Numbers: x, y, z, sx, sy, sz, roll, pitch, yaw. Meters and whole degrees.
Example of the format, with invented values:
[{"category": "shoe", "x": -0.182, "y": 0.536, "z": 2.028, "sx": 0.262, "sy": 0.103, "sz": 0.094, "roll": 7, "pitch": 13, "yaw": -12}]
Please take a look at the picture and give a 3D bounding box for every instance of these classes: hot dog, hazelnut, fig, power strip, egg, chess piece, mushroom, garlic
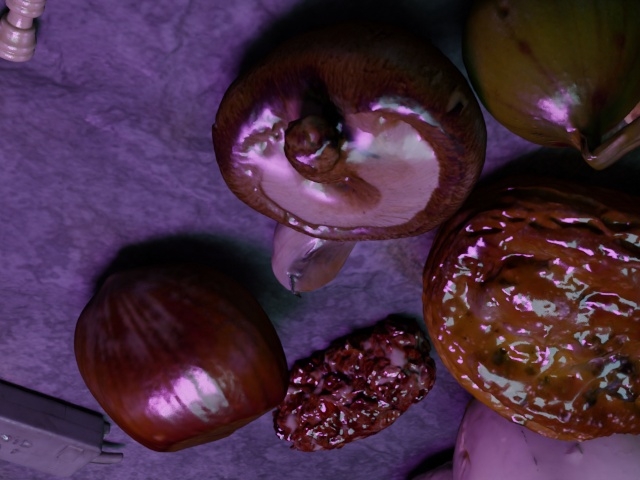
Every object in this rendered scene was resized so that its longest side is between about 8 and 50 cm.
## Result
[{"category": "hot dog", "x": 0.294, "y": 0.069, "z": 0.977, "sx": 0.388, "sy": 0.174, "sz": 0.267, "roll": 12, "pitch": 127, "yaw": -20}, {"category": "hazelnut", "x": -0.142, "y": 0.115, "z": 1.004, "sx": 0.212, "sy": 0.180, "sz": 0.181, "roll": -26, "pitch": 164, "yaw": 24}, {"category": "fig", "x": 0.190, "y": -0.121, "z": 0.741, "sx": 0.148, "sy": 0.186, "sz": 0.142, "roll": -19, "pitch": 155, "yaw": 27}, {"category": "power strip", "x": -0.358, "y": 0.225, "z": 1.180, "sx": 0.288, "sy": 0.053, "sz": 0.093, "roll": 28, "pitch": 129, "yaw": -32}, {"category": "egg", "x": 0.321, "y": 0.300, "z": 1.158, "sx": 0.345, "sy": 0.283, "sz": 0.283, "roll": 19, "pitch": 136, "yaw": -5}, {"category": "chess piece", "x": -0.222, "y": -0.181, "z": 0.740, "sx": 0.035, "sy": 0.035, "sz": 0.092, "roll": 15, "pitch": 132, "yaw": -23}, {"category": "mushroom", "x": 0.028, "y": -0.089, "z": 0.799, "sx": 0.231, "sy": 0.138, "sz": 0.194, "roll": -7, "pitch": 157, "yaw": 32}, {"category": "garlic", "x": -0.005, "y": -0.006, "z": 0.951, "sx": 0.084, "sy": 0.066, "sz": 0.152, "roll": -17, "pitch": 151, "yaw": -30}]

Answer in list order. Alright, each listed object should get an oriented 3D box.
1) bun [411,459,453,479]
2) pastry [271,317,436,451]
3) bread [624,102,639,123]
[{"category": "bun", "x": 0.218, "y": 0.391, "z": 1.369, "sx": 0.239, "sy": 0.141, "sz": 0.239, "roll": -5, "pitch": 142, "yaw": -4}, {"category": "pastry", "x": 0.042, "y": 0.174, "z": 1.137, "sx": 0.208, "sy": 0.097, "sz": 0.115, "roll": -32, "pitch": 143, "yaw": 25}, {"category": "bread", "x": 0.405, "y": -0.090, "z": 0.823, "sx": 0.262, "sy": 0.162, "sz": 0.204, "roll": -20, "pitch": 151, "yaw": 37}]
